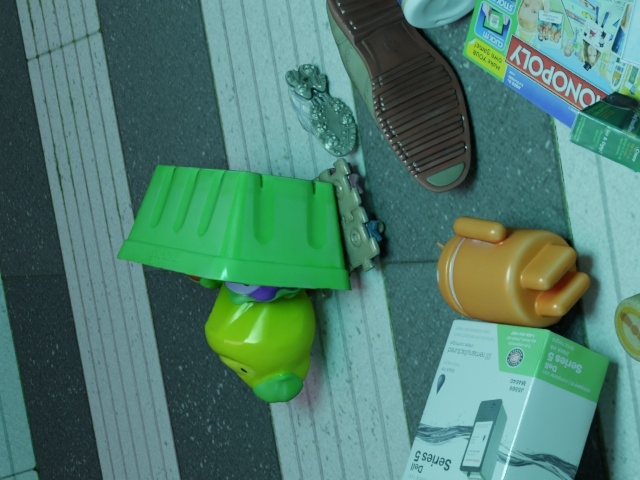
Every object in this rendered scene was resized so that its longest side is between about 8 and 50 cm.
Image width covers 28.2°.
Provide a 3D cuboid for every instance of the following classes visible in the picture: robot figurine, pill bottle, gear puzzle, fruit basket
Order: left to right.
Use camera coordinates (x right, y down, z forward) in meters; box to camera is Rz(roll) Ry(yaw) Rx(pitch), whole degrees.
[{"bbox_3d":[-0.129,0.074,2.007,0.392,0.283,0.392,-13,74,55],"label":"fruit basket"},{"bbox_3d":[0.000,0.000,2.037,0.339,0.044,0.175,-35,73,56],"label":"gear puzzle"},{"bbox_3d":[0.131,-0.382,1.659,0.112,0.112,0.186,-47,57,50],"label":"pill bottle"},{"bbox_3d":[0.238,0.047,1.630,0.219,0.158,0.128,6,83,54],"label":"robot figurine"}]

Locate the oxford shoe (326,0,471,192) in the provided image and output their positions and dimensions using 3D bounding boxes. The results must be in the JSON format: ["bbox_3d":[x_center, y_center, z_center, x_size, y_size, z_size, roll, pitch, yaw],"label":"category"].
[{"bbox_3d":[0.110,-0.218,1.775,0.130,0.123,0.348,107,142,-75],"label":"oxford shoe"}]

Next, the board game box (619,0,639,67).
[{"bbox_3d":[0.467,-0.279,1.214,0.319,0.066,0.318,29,123,37],"label":"board game box"}]

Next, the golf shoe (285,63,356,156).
[{"bbox_3d":[0.002,-0.188,1.967,0.086,0.069,0.176,99,149,-57],"label":"golf shoe"}]

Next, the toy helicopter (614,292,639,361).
[{"bbox_3d":[0.449,0.150,1.395,0.355,0.140,0.235,28,132,61],"label":"toy helicopter"}]

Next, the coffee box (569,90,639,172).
[{"bbox_3d":[0.372,-0.100,1.359,0.184,0.113,0.040,28,122,24],"label":"coffee box"}]

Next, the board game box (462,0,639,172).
[{"bbox_3d":[0.308,-0.250,1.511,0.317,0.046,0.213,42,132,40],"label":"board game box"}]

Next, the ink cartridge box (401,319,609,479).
[{"bbox_3d":[0.224,0.250,1.601,0.198,0.115,0.272,1,69,60],"label":"ink cartridge box"}]
